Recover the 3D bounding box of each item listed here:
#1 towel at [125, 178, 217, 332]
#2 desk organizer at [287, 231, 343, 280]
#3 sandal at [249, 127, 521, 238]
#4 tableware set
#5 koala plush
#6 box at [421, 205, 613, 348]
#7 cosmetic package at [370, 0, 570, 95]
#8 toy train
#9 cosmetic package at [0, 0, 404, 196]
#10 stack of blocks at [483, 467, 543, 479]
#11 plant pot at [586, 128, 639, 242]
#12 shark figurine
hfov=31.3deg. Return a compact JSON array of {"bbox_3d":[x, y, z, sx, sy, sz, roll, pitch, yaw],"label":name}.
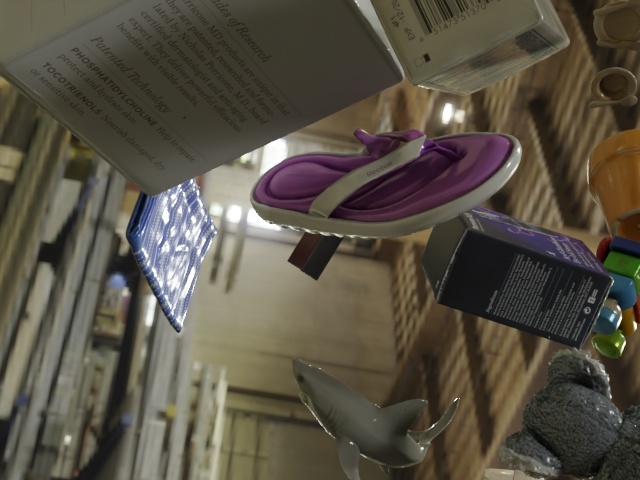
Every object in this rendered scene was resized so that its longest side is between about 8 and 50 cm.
[{"bbox_3d":[-0.262,-0.014,2.073,0.336,0.040,0.243,75,26,-56],"label":"towel"},{"bbox_3d":[0.000,0.000,2.045,0.050,0.047,0.130,30,-93,52],"label":"desk organizer"},{"bbox_3d":[0.054,-0.085,1.452,0.416,0.102,0.169,-6,-138,40],"label":"sandal"},{"bbox_3d":[0.395,-0.218,1.367,0.020,0.141,0.168,-78,164,-46],"label":"tableware set"},{"bbox_3d":[0.329,0.238,1.314,0.196,0.221,0.203,-51,170,-21],"label":"koala plush"},{"bbox_3d":[0.250,0.039,1.495,0.153,0.207,0.108,-101,-150,-71],"label":"box"},{"bbox_3d":[0.170,-0.250,1.262,0.129,0.153,0.296,65,16,3],"label":"cosmetic package"},{"bbox_3d":[0.456,0.118,1.712,0.143,0.105,0.248,-55,144,-22],"label":"toy train"},{"bbox_3d":[-0.156,-0.326,1.450,0.327,0.394,0.329,44,28,-50],"label":"cosmetic package"},{"bbox_3d":[0.248,0.418,1.542,0.297,0.087,0.171,-49,138,-67],"label":"stack of blocks"},{"bbox_3d":[0.641,-0.086,2.287,0.205,0.205,0.188,108,-7,-48],"label":"plant pot"},{"bbox_3d":[0.099,0.230,1.424,0.116,0.278,0.166,-43,-134,19],"label":"shark figurine"}]
